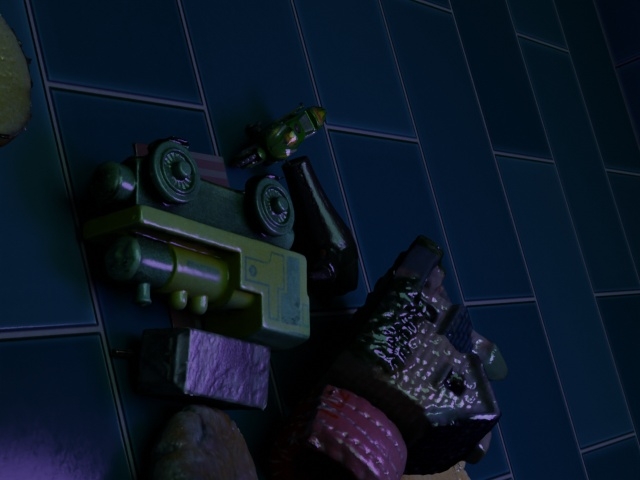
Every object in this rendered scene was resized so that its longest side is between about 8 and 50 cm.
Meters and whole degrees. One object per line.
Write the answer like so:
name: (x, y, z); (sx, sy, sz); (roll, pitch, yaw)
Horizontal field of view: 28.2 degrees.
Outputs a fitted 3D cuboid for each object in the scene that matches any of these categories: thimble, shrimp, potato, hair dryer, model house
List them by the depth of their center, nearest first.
potato: (-0.423, -0.194, 1.497); (0.164, 0.081, 0.200); (-3, 72, -49)
shrimp: (-0.137, 0.412, 1.569); (0.221, 0.109, 0.446); (45, 34, -46)
thimble: (0.024, 0.310, 1.791); (0.189, 0.163, 0.125); (48, 39, -13)
hair dryer: (0.000, 0.000, 1.921); (0.272, 0.091, 0.236); (-95, 165, -75)
model house: (0.159, 0.194, 1.923); (0.284, 0.243, 0.298); (39, 45, -3)

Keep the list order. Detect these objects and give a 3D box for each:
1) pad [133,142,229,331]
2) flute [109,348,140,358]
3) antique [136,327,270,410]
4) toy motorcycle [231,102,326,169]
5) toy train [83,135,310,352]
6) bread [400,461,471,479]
pad: (-0.171, 0.009, 1.826); (0.202, 0.005, 0.300); (5, 68, -55)
flute: (-0.184, 0.159, 1.712); (0.269, 0.014, 0.014); (12, 62, -53)
antique: (-0.155, 0.169, 1.664); (0.183, 0.086, 0.088); (22, 67, -51)
toy motorcycle: (-0.065, -0.161, 1.990); (0.074, 0.106, 0.190); (63, 34, -11)
toy train: (-0.165, 0.011, 1.704); (0.369, 0.150, 0.237); (18, 64, -49)
bread: (0.153, 0.363, 2.066); (0.316, 0.054, 0.316); (33, 46, -42)
